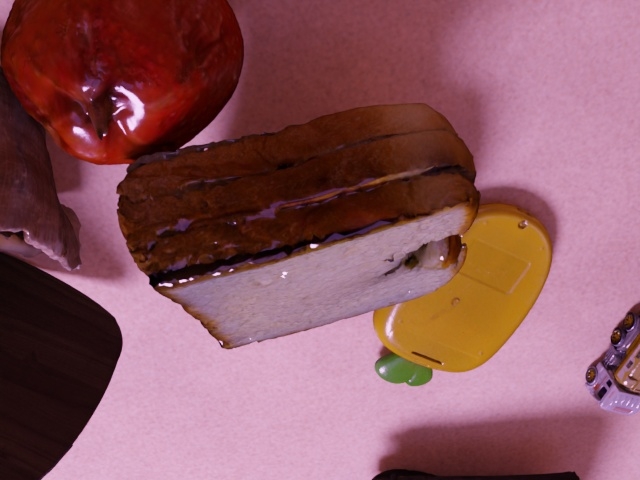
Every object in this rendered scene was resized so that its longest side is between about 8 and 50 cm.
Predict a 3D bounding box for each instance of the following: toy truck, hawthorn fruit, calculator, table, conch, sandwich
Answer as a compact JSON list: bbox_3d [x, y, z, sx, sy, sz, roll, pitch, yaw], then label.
[{"bbox_3d":[0.334,0.130,0.884,0.052,0.063,0.123,15,119,-16],"label":"toy truck"},{"bbox_3d":[-0.140,-0.142,0.599,0.173,0.179,0.173,2,99,16],"label":"hawthorn fruit"},{"bbox_3d":[0.136,0.063,0.839,0.146,0.032,0.235,22,116,-18],"label":"calculator"},{"bbox_3d":[-0.378,0.187,0.733,0.317,0.317,0.249,22,131,-18],"label":"table"},{"bbox_3d":[-0.297,-0.071,0.604,0.324,0.263,0.186,8,109,-49],"label":"conch"},{"bbox_3d":[0.000,-0.002,0.667,0.249,0.095,0.273,-14,162,2],"label":"sandwich"}]

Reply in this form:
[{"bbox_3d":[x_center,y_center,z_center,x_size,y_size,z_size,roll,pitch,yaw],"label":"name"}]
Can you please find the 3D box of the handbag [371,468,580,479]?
[{"bbox_3d":[0.163,0.374,0.994,0.257,0.113,0.285,4,129,-2],"label":"handbag"}]
